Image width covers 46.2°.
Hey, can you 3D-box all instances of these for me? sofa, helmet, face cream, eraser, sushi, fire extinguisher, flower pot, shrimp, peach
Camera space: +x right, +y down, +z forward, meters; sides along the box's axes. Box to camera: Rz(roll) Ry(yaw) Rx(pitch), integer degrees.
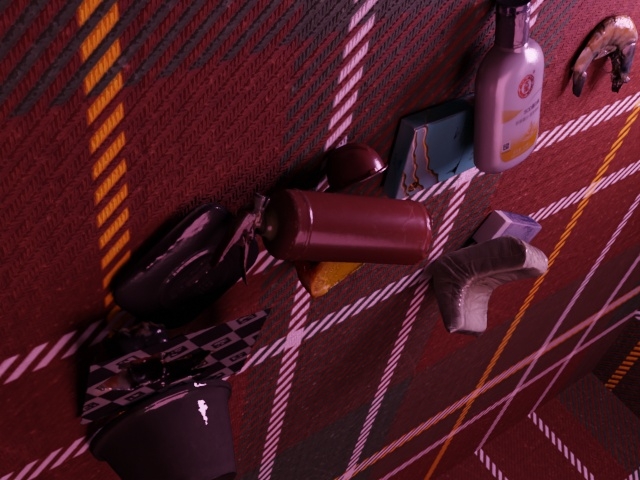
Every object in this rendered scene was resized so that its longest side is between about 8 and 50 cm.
[{"bbox_3d":[0.389,0.104,1.675,0.225,0.176,0.210,-19,162,25],"label":"sofa"},{"bbox_3d":[0.042,-0.117,1.150,0.111,0.057,0.089,-23,-164,8],"label":"helmet"},{"bbox_3d":[0.307,-0.253,1.220,0.143,0.071,0.291,-31,134,-27],"label":"face cream"},{"bbox_3d":[0.442,-0.018,1.773,0.212,0.046,0.092,5,128,-53],"label":"eraser"},{"bbox_3d":[-0.238,0.180,1.190,0.292,0.059,0.294,-15,156,-27],"label":"sushi"},{"bbox_3d":[0.000,0.000,1.110,0.336,0.106,0.148,3,106,-29],"label":"fire extinguisher"},{"bbox_3d":[-0.249,0.375,1.314,0.268,0.166,0.269,-25,155,-12],"label":"flower pot"},{"bbox_3d":[0.556,-0.346,1.476,0.150,0.051,0.217,-38,143,0],"label":"shrimp"},{"bbox_3d":[0.020,0.015,1.271,0.127,0.093,0.172,8,133,-45],"label":"peach"}]

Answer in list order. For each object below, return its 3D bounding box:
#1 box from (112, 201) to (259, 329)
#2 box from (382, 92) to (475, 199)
[{"bbox_3d":[-0.193,0.046,1.106,0.212,0.042,0.201,-41,153,2],"label":"box"},{"bbox_3d":[0.218,-0.171,1.305,0.229,0.041,0.162,-24,145,-29],"label":"box"}]
